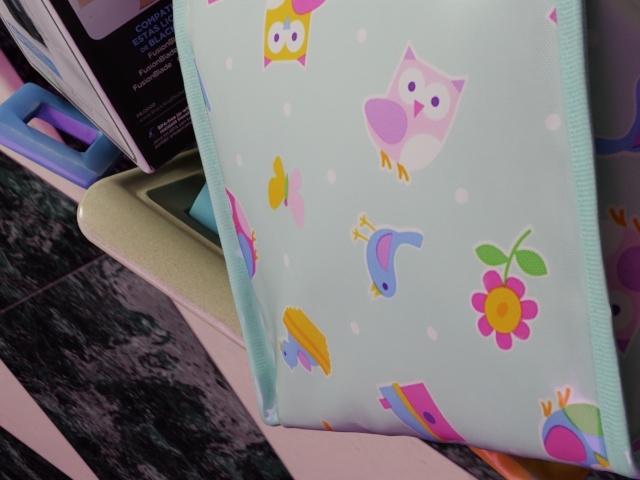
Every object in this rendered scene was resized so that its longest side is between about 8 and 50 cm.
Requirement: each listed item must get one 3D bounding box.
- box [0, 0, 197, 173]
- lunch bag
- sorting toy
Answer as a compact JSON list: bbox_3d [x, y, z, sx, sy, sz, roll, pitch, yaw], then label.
[{"bbox_3d":[-0.134,-0.187,0.585,0.169,0.087,0.290,41,162,49],"label":"box"},{"bbox_3d":[0.061,-0.064,0.497,0.223,0.160,0.262,-5,96,55],"label":"lunch bag"},{"bbox_3d":[0.000,0.000,0.685,0.348,0.196,0.047,34,114,9],"label":"sorting toy"}]
